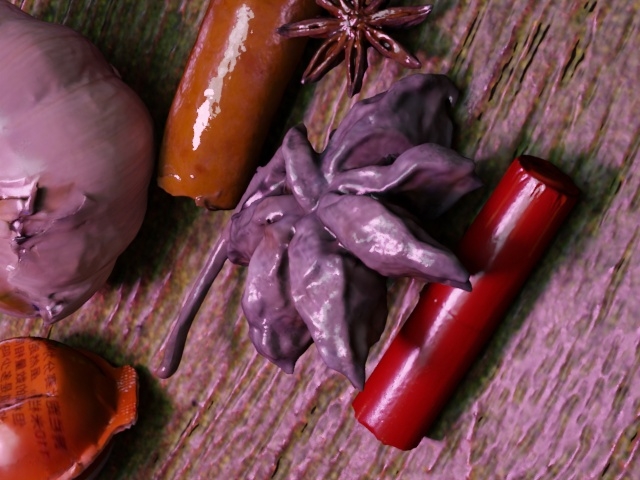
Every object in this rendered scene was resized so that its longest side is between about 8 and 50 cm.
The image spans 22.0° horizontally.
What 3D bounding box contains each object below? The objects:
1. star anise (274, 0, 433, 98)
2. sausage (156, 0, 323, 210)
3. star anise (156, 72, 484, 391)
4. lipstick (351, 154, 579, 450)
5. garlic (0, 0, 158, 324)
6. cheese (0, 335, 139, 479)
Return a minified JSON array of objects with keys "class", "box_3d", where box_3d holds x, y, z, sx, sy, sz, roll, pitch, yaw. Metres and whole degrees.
[{"class":"star anise","box_3d":[0.028,-0.188,1.447,0.141,0.042,0.141,-1,84,6]},{"class":"sausage","box_3d":[-0.072,-0.161,1.513,0.109,0.109,0.270,29,103,29]},{"class":"star anise","box_3d":[0.000,0.000,1.421,0.359,0.139,0.316,-61,31,-3]},{"class":"lipstick","box_3d":[0.123,0.053,1.408,0.073,0.073,0.280,41,111,25]},{"class":"garlic","box_3d":[-0.302,-0.078,1.575,0.322,0.241,0.322,0,90,33]},{"class":"cheese","box_3d":[-0.334,0.193,1.623,0.329,0.129,0.217,-17,40,6]}]
